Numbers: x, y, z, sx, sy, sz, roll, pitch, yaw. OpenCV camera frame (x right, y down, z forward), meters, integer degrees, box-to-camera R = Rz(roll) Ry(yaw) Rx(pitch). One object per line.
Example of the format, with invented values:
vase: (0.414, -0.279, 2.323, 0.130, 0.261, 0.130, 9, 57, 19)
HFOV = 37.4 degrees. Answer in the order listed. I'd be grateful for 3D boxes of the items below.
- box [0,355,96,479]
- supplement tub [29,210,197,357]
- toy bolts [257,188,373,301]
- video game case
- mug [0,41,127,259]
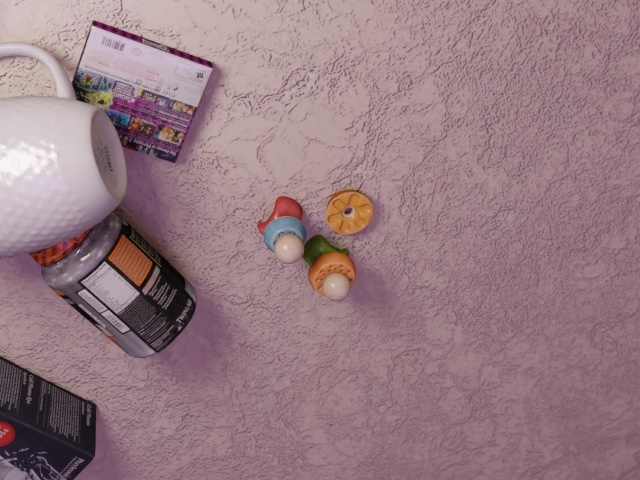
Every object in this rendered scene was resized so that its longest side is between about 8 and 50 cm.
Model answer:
box: (-0.711, 0.452, 2.045, 0.312, 0.179, 0.343, 34, 110, -29)
supplement tub: (-0.409, 0.070, 1.864, 0.193, 0.194, 0.316, -35, 121, 10)
toy bolts: (0.000, 0.000, 1.927, 0.228, 0.158, 0.218, 23, 114, -24)
video game case: (-0.343, -0.271, 1.756, 0.232, 0.042, 0.210, 16, 117, -20)
mug: (-0.529, -0.162, 1.651, 0.327, 0.276, 0.374, -11, 84, 7)
